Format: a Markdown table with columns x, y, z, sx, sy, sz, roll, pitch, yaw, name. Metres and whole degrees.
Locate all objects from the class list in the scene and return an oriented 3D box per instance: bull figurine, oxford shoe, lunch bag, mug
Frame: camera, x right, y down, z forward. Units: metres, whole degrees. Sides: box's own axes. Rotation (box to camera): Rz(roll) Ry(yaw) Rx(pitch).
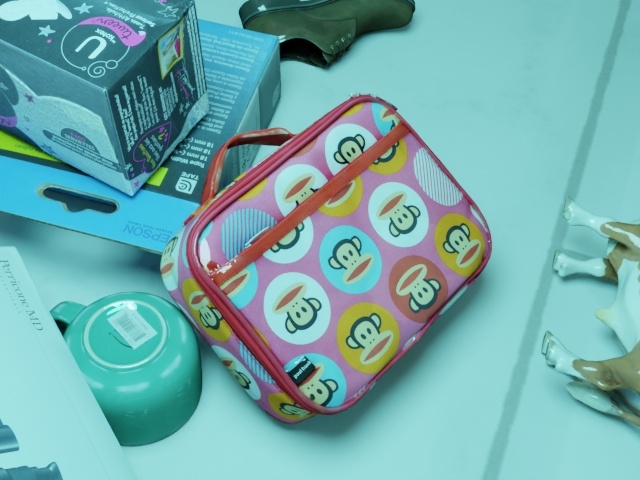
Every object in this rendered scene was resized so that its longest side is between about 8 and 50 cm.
| x | y | z | sx | sy | sz | roll | pitch | yaw | name |
| --- | --- | --- | --- | --- | --- | --- | --- | --- | --- |
| 0.331 | 0.051 | 1.020 | 0.188 | 0.101 | 0.310 | 10 | 50 | 9 | bull figurine |
| 0.017 | -0.261 | 1.268 | 0.227 | 0.083 | 0.096 | -12 | 73 | -13 | oxford shoe |
| 0.000 | 0.000 | 0.965 | 0.293 | 0.120 | 0.258 | -41 | 95 | -30 | lunch bag |
| -0.191 | 0.111 | 0.938 | 0.158 | 0.097 | 0.129 | 3 | 52 | -2 | mug |

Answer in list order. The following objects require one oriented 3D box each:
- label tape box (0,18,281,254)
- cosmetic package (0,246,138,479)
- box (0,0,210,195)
| x | y | z | sx | sy | sz | roll | pitch | yaw | name |
| --- | --- | --- | --- | --- | --- | --- | --- | --- | --- |
| -0.206 | -0.108 | 1.103 | 0.241 | 0.106 | 0.333 | 14 | 53 | 8 | label tape box |
| -0.295 | 0.168 | 0.767 | 0.284 | 0.097 | 0.377 | 5 | 45 | -57 | cosmetic package |
| -0.254 | -0.180 | 0.987 | 0.247 | 0.163 | 0.142 | 27 | 60 | 18 | box |
